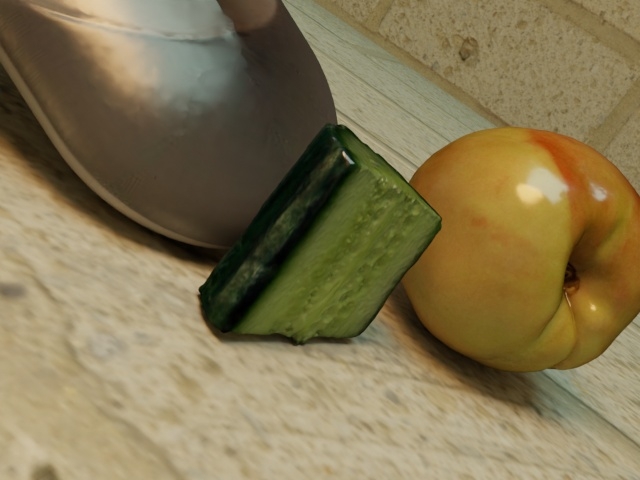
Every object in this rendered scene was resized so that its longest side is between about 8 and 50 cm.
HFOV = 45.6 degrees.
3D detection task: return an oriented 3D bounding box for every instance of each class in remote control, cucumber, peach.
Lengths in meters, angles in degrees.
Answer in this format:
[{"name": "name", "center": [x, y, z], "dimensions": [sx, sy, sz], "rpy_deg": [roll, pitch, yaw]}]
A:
[{"name": "remote control", "center": [-0.108, -0.144, 0.476], "dimensions": [0.221, 0.103, 0.332], "rpy_deg": [-33, 91, -48]}, {"name": "cucumber", "center": [0.000, 0.000, 0.424], "dimensions": [0.062, 0.115, 0.116], "rpy_deg": [46, 13, 33]}, {"name": "peach", "center": [0.139, 0.003, 0.544], "dimensions": [0.184, 0.184, 0.184], "rpy_deg": [29, 19, -11]}]
